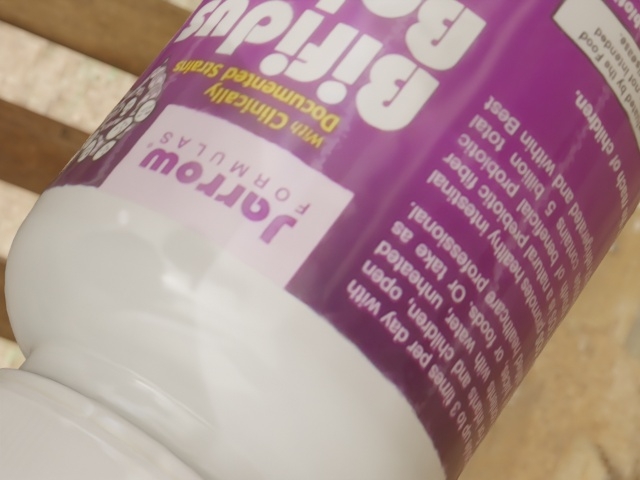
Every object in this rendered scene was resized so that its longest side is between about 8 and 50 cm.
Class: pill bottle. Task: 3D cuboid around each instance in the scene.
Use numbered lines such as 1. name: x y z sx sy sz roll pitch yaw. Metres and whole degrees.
1. pill bottle: 0.000 0.000 0.629 0.301 0.169 0.169 -54 10 -23
